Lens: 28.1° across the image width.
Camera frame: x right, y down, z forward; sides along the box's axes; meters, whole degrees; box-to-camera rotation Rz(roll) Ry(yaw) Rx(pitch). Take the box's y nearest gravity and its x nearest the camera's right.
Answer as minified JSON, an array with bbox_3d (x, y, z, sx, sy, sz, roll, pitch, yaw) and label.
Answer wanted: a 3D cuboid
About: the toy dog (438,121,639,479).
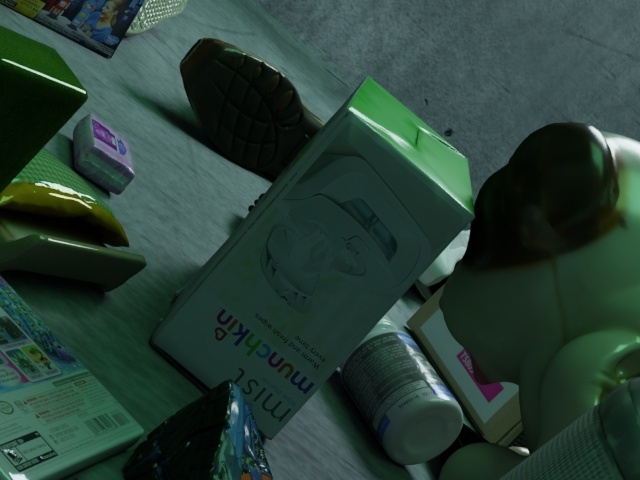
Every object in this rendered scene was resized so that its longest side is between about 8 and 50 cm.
[{"bbox_3d":[0.251,0.098,0.899,0.408,0.395,0.284,51,22,25],"label":"toy dog"}]

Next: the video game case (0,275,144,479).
[{"bbox_3d":[-0.181,0.074,0.713,0.143,0.019,0.157,45,13,10],"label":"video game case"}]

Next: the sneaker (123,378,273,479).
[{"bbox_3d":[-0.054,0.162,0.715,0.087,0.083,0.221,52,12,-28],"label":"sneaker"}]

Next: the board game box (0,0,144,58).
[{"bbox_3d":[-0.247,-0.321,1.429,0.060,0.194,0.194,50,13,29],"label":"board game box"}]

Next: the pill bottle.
[{"bbox_3d":[0.065,0.129,1.157,0.078,0.078,0.137,31,17,-42],"label":"pill bottle"}]

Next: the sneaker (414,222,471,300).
[{"bbox_3d":[0.187,0.046,1.796,0.330,0.122,0.146,23,41,-60],"label":"sneaker"}]

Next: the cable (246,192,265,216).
[{"bbox_3d":[-0.023,0.021,1.351,0.184,0.047,0.150,52,20,25],"label":"cable"}]

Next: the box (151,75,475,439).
[{"bbox_3d":[0.000,0.000,1.030,0.126,0.231,0.262,39,12,-4],"label":"box"}]

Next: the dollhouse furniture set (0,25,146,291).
[{"bbox_3d":[-0.218,-0.091,0.839,0.197,0.151,0.301,48,13,23],"label":"dollhouse furniture set"}]

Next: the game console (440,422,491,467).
[{"bbox_3d":[0.251,0.312,1.208,0.361,0.044,0.213,38,13,-25],"label":"game console"}]

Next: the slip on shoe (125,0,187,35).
[{"bbox_3d":[-0.263,-0.341,1.699,0.101,0.123,0.331,12,15,8],"label":"slip on shoe"}]

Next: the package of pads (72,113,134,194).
[{"bbox_3d":[-0.196,-0.077,1.148,0.050,0.032,0.083,38,13,-26],"label":"package of pads"}]

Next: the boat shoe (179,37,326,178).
[{"bbox_3d":[-0.080,-0.157,1.625,0.120,0.122,0.324,46,3,38],"label":"boat shoe"}]

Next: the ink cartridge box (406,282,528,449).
[{"bbox_3d":[0.232,0.174,1.512,0.193,0.088,0.235,34,15,-39],"label":"ink cartridge box"}]

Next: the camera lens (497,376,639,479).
[{"bbox_3d":[0.123,0.209,0.553,0.219,0.274,0.219,45,15,-16],"label":"camera lens"}]
